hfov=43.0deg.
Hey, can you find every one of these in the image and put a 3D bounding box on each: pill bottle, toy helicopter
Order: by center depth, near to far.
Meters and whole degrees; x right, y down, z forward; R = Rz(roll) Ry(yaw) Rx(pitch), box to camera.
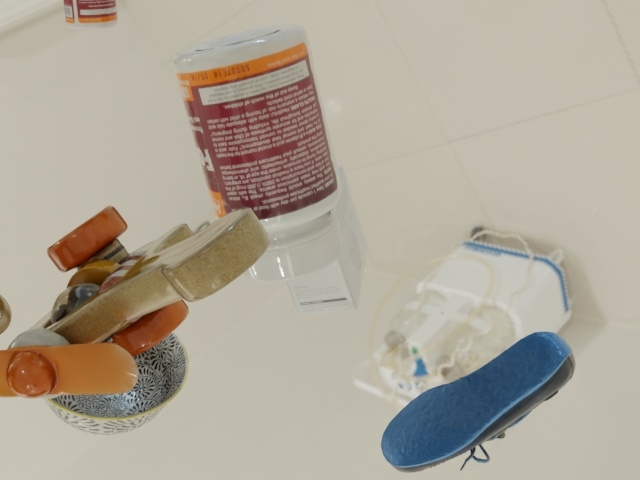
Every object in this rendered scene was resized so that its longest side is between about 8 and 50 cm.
[{"bbox_3d":[-0.175,0.051,0.701,0.355,0.235,0.140,-22,106,47],"label":"toy helicopter"},{"bbox_3d":[-0.383,-0.430,1.338,0.086,0.086,0.152,22,121,39],"label":"pill bottle"},{"bbox_3d":[-0.091,-0.145,1.365,0.224,0.224,0.393,10,120,48],"label":"pill bottle"}]

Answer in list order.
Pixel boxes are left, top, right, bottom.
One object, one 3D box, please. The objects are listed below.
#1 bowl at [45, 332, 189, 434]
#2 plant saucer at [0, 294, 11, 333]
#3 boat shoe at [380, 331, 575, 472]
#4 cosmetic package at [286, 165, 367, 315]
[{"bbox_3d":[-0.236,0.159,0.903,0.170,0.170,0.080,35,129,25],"label":"bowl"},{"bbox_3d":[-0.440,0.089,1.047,0.083,0.083,0.015,46,131,9],"label":"plant saucer"},{"bbox_3d":[0.199,0.213,0.979,0.089,0.258,0.109,43,-157,-46],"label":"boat shoe"},{"bbox_3d":[0.000,0.000,1.733,0.138,0.224,0.225,-7,126,15],"label":"cosmetic package"}]
